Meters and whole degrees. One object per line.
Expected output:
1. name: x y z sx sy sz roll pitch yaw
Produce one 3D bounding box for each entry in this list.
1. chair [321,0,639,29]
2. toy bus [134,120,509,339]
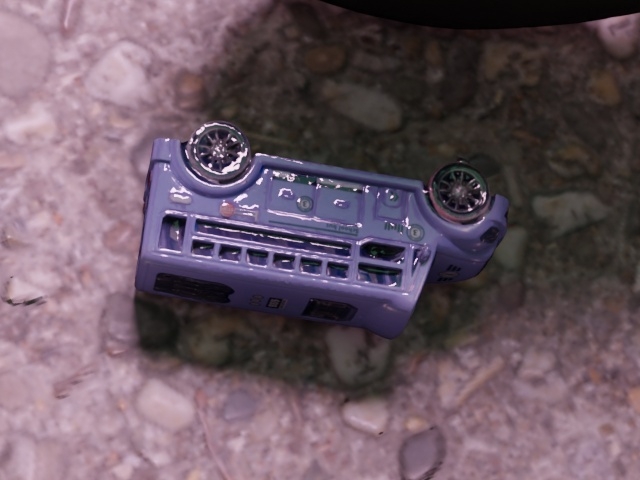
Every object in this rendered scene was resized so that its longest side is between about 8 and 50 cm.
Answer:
1. chair: 0.091 -0.337 0.827 0.362 0.364 0.410 4 74 -12
2. toy bus: 0.000 0.000 0.820 0.167 0.073 0.076 10 71 -6
